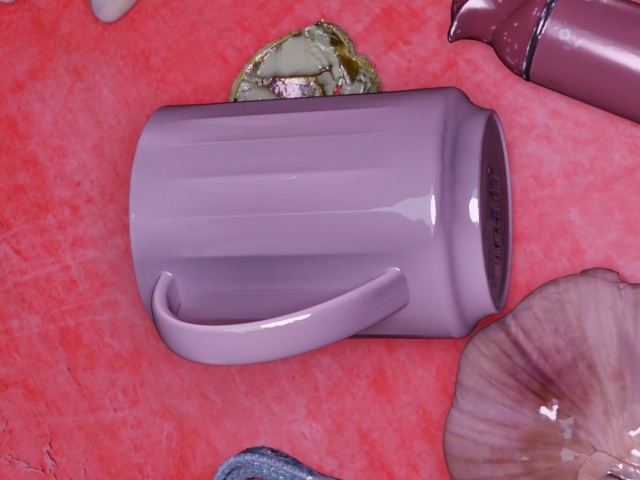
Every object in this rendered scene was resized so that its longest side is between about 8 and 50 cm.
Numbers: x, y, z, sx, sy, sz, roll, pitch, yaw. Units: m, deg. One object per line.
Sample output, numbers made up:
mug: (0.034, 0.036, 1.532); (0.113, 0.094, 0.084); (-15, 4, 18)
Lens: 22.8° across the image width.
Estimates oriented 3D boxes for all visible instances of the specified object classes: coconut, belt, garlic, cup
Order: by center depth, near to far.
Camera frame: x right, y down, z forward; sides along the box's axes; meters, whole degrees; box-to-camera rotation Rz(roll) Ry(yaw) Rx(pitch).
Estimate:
garlic: (0.262, 0.186, 1.471); (0.322, 0.241, 0.322); (-12, 68, 30)
cup: (0.000, 0.000, 1.484); (0.327, 0.323, 0.236); (-1, 125, 16)
belt: (0.035, 0.286, 1.593); (0.302, 0.072, 0.087); (18, 93, 15)
coconut: (-0.008, -0.157, 1.620); (0.158, 0.055, 0.133); (15, 91, 12)

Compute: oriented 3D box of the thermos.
thermos: (0.286, -0.191, 1.521); (0.330, 0.109, 0.136); (23, 95, 13)

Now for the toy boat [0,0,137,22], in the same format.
toy boat: (-0.257, -0.401, 1.653); (0.215, 0.123, 0.329); (15, 94, 15)
